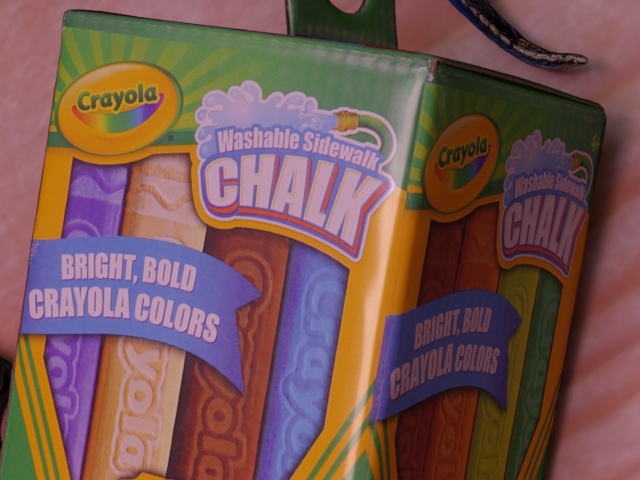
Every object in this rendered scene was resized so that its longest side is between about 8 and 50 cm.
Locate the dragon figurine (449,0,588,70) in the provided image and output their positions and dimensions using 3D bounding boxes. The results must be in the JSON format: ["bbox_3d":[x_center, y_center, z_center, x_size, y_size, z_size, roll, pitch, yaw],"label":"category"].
[{"bbox_3d":[0.020,-0.199,0.851,0.085,0.144,0.289,-28,67,22],"label":"dragon figurine"}]

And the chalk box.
[{"bbox_3d":[0.000,0.000,0.774,0.179,0.180,0.289,12,95,31],"label":"chalk box"}]

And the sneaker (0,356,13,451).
[{"bbox_3d":[-0.202,0.134,0.948,0.077,0.072,0.178,10,89,20],"label":"sneaker"}]
